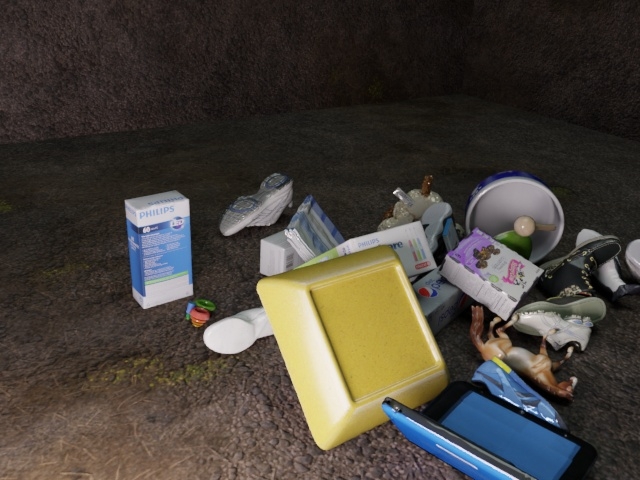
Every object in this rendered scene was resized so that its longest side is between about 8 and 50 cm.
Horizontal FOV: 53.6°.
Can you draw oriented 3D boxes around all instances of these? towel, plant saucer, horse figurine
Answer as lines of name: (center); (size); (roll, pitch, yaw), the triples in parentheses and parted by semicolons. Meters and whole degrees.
towel: (0.000, 0.000, 1.722); (0.034, 0.209, 0.285); (-33, 13, 21)
plant saucer: (0.088, 0.177, 1.204); (0.332, 0.333, 0.081); (-15, -13, -33)
horse figurine: (0.429, 0.238, 1.361); (0.263, 0.066, 0.174); (23, 44, 22)

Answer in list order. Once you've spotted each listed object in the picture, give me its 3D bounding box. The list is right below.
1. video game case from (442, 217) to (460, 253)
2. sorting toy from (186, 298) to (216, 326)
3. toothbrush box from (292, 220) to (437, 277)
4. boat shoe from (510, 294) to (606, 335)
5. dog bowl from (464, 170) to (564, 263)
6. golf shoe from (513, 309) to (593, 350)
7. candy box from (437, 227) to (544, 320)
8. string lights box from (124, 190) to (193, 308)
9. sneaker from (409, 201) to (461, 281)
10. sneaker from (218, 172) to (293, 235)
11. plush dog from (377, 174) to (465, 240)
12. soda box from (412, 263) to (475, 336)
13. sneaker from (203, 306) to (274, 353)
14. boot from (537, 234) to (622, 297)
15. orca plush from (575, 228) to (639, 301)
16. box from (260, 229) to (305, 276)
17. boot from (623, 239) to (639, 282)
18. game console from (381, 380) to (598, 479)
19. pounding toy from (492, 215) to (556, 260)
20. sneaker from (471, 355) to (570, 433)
video game case: (0.364, 0.037, 1.696); (0.015, 0.166, 0.119); (-15, 18, 23)
sorting toy: (-0.286, 0.173, 1.487); (0.061, 0.042, 0.102); (19, 13, -1)
toothbrush box: (0.096, 0.066, 1.482); (0.206, 0.122, 0.283); (-14, -10, -33)
boat shoe: (0.559, 0.178, 1.513); (0.227, 0.081, 0.068); (-7, 1, -4)
dog bowl: (0.545, -0.061, 1.799); (0.264, 0.265, 0.104); (6, 22, 8)
golf shoe: (0.525, 0.204, 1.433); (0.176, 0.086, 0.069); (9, -8, 4)
candy box: (0.409, 0.076, 1.519); (0.196, 0.070, 0.165); (36, 43, 20)
string lights box: (-0.387, 0.022, 1.530); (0.133, 0.260, 0.076); (-15, 30, -34)
sneaker: (0.316, 0.035, 1.763); (0.101, 0.153, 0.269); (6, 55, 47)
sneaker: (-0.187, -0.091, 1.985); (0.297, 0.129, 0.111); (-35, 43, -26)
plush dog: (0.306, -0.090, 1.965); (0.262, 0.211, 0.225); (2, 1, 0)
soda box: (0.280, 0.145, 1.532); (0.098, 0.091, 0.286); (21, 31, 31)
sneaker: (-0.182, 0.194, 1.420); (0.212, 0.080, 0.094); (-11, 16, -42)
boot: (0.684, 0.092, 1.623); (0.236, 0.085, 0.179); (-28, 24, 14)
orca plush: (0.799, 0.075, 1.731); (0.102, 0.151, 0.287); (29, 14, -20)
box: (-0.100, 0.041, 1.707); (0.087, 0.101, 0.102); (19, 28, 32)
boot: (0.918, 0.107, 1.677); (0.095, 0.123, 0.258); (-39, 65, 3)
game console: (0.288, 0.316, 1.064); (0.293, 0.250, 0.173); (22, 67, 36)
pounding toy: (0.506, 0.056, 1.638); (0.183, 0.237, 0.110); (14, 39, -41)
sneaker: (0.382, 0.316, 1.223); (0.082, 0.069, 0.209); (-41, 48, -7)
